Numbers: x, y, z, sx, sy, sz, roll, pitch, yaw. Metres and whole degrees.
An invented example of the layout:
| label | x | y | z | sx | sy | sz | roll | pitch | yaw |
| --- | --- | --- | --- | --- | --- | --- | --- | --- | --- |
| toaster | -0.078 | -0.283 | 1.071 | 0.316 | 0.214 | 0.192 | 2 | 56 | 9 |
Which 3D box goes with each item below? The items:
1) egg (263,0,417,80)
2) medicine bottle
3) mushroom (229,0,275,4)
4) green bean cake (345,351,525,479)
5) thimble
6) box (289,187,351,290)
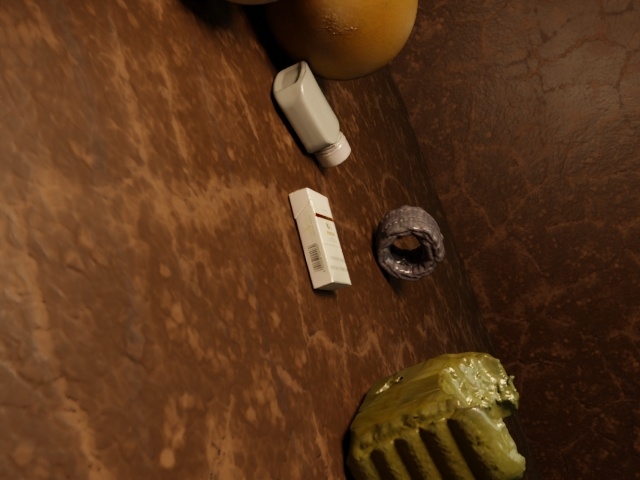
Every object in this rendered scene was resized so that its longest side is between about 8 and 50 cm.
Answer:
| label | x | y | z | sx | sy | sz | roll | pitch | yaw |
| --- | --- | --- | --- | --- | --- | --- | --- | --- | --- |
| egg | 0.037 | -0.439 | 1.063 | 0.351 | 0.283 | 0.282 | -52 | 121 | -82 |
| medicine bottle | -0.013 | -0.220 | 1.048 | 0.183 | 0.069 | 0.119 | 54 | 24 | -35 |
| mushroom | -0.076 | -0.512 | 0.777 | 0.353 | 0.325 | 0.353 | 46 | 29 | -34 |
| green bean cake | 0.163 | 0.258 | 0.823 | 0.124 | 0.233 | 0.236 | 64 | 19 | -1 |
| thimble | 0.191 | 0.005 | 1.263 | 0.150 | 0.150 | 0.098 | 60 | 21 | -27 |
| box | 0.000 | 0.000 | 0.916 | 0.084 | 0.040 | 0.154 | 14 | 57 | -64 |
